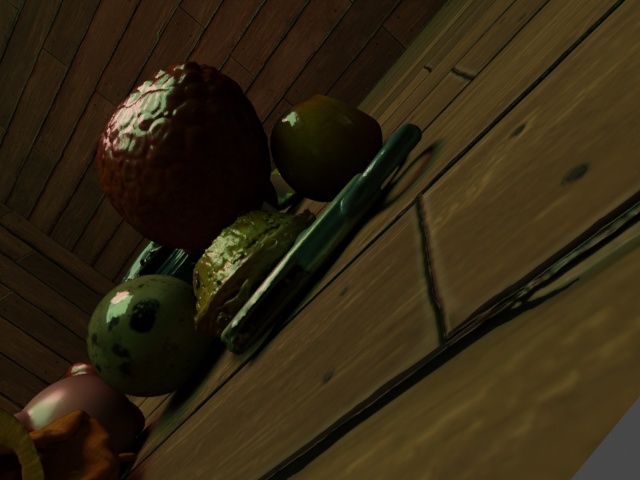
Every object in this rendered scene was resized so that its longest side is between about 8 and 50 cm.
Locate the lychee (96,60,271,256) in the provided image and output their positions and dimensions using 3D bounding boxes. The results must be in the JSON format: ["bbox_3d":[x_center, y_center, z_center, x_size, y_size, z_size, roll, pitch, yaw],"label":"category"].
[{"bbox_3d":[-0.191,-0.101,0.615,0.299,0.255,0.255,-60,4,27],"label":"lychee"}]

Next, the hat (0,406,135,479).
[{"bbox_3d":[-0.297,0.293,0.489,0.234,0.244,0.233,-18,-14,15],"label":"hat"}]

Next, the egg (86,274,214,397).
[{"bbox_3d":[-0.254,0.150,0.655,0.177,0.177,0.228,-57,-3,-35],"label":"egg"}]

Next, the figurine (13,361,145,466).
[{"bbox_3d":[-0.365,0.292,0.639,0.173,0.173,0.173,-49,10,11],"label":"figurine"}]

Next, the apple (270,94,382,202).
[{"bbox_3d":[0.007,-0.143,0.634,0.163,0.147,0.146,-51,10,-12],"label":"apple"}]

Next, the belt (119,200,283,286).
[{"bbox_3d":[-0.265,0.060,0.881,0.436,0.173,0.300,-42,30,27],"label":"belt"}]

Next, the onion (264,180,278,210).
[{"bbox_3d":[-0.273,-0.085,1.208,0.341,0.341,0.341,-49,10,11],"label":"onion"}]

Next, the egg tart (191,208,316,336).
[{"bbox_3d":[-0.090,0.029,0.541,0.212,0.090,0.212,-48,-2,-2],"label":"egg tart"}]

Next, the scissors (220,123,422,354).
[{"bbox_3d":[0.000,0.000,0.443,0.289,0.041,0.138,-51,1,-5],"label":"scissors"}]

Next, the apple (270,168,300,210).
[{"bbox_3d":[-0.085,-0.196,1.368,0.193,0.120,0.265,-43,8,-27],"label":"apple"}]
